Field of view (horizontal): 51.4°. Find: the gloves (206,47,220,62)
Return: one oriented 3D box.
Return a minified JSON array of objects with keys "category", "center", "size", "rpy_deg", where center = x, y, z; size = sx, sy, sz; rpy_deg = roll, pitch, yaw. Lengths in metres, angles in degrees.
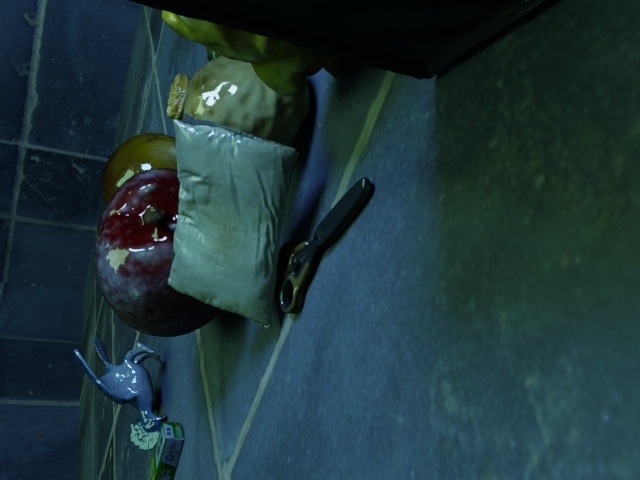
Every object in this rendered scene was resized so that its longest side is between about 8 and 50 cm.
[{"category":"gloves","center":[-0.144,-0.339,1.043],"size":[0.135,0.107,0.268],"rpy_deg":[-136,40,-56]}]

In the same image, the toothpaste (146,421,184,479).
[{"category":"toothpaste","center":[-0.283,0.407,1.193],"size":[0.043,0.037,0.178],"rpy_deg":[-121,44,-58]}]

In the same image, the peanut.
[{"category":"peanut","center":[-0.089,-0.164,0.805],"size":[0.141,0.159,0.109],"rpy_deg":[61,179,33]}]

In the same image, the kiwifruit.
[{"category":"kiwifruit","center":[-0.293,-0.095,1.198],"size":[0.234,0.196,0.196],"rpy_deg":[-151,71,-67]}]

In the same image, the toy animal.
[{"category":"toy animal","center":[-0.390,0.290,1.338],"size":[0.255,0.239,0.176],"rpy_deg":[23,73,26]}]

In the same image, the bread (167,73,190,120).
[{"category":"bread","center":[-0.321,-0.328,1.523],"size":[0.083,0.044,0.111],"rpy_deg":[139,137,-55]}]

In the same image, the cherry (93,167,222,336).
[{"category":"cherry","center":[-0.217,0.026,0.960],"size":[0.300,0.203,0.230],"rpy_deg":[104,157,-55]}]

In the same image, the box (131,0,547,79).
[{"category":"box","center":[0.000,-0.265,0.385],"size":[0.251,0.345,0.205],"rpy_deg":[164,111,-63]}]

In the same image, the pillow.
[{"category":"pillow","center":[-0.108,-0.019,0.767],"size":[0.050,0.148,0.230],"rpy_deg":[-40,-36,-56]}]

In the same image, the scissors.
[{"category":"scissors","center":[0.000,0.000,0.704],"size":[0.220,0.017,0.088],"rpy_deg":[130,142,-50]}]

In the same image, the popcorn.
[{"category":"popcorn","center":[-0.032,-0.254,0.624],"size":[0.192,0.233,0.266],"rpy_deg":[33,154,38]}]
